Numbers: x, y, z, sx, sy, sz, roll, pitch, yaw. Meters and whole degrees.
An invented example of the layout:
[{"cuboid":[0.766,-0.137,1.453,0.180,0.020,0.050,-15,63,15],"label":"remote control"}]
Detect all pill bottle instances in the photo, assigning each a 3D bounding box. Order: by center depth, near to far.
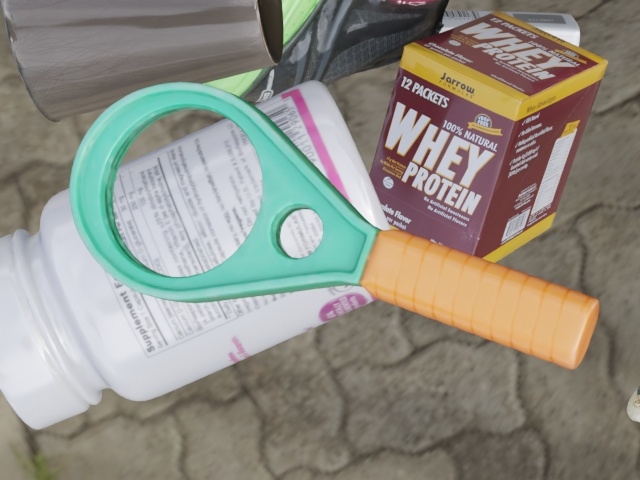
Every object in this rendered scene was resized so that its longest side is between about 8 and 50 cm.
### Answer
[{"cuboid":[-0.096,0.014,1.166,0.283,0.160,0.160,-24,93,1],"label":"pill bottle"}]

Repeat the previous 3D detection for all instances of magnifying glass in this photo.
[{"cuboid":[0.000,0.000,0.677,0.231,0.026,0.092,20,89,19],"label":"magnifying glass"}]

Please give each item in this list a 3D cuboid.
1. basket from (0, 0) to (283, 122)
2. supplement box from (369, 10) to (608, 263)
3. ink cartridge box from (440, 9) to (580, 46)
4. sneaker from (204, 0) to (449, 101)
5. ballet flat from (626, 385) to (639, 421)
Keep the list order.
[{"cuboid":[-0.157,-0.214,1.542,0.227,0.154,0.204,-6,133,10],"label":"basket"},{"cuboid":[0.157,-0.096,1.621,0.129,0.191,0.194,28,121,24],"label":"supplement box"},{"cuboid":[0.186,-0.147,1.914,0.189,0.066,0.232,0,123,-7],"label":"ink cartridge box"},{"cuboid":[0.063,-0.300,1.683,0.483,0.202,0.185,-34,60,31],"label":"sneaker"},{"cuboid":[0.380,0.136,1.758,0.173,0.049,0.057,-46,42,36],"label":"ballet flat"}]
